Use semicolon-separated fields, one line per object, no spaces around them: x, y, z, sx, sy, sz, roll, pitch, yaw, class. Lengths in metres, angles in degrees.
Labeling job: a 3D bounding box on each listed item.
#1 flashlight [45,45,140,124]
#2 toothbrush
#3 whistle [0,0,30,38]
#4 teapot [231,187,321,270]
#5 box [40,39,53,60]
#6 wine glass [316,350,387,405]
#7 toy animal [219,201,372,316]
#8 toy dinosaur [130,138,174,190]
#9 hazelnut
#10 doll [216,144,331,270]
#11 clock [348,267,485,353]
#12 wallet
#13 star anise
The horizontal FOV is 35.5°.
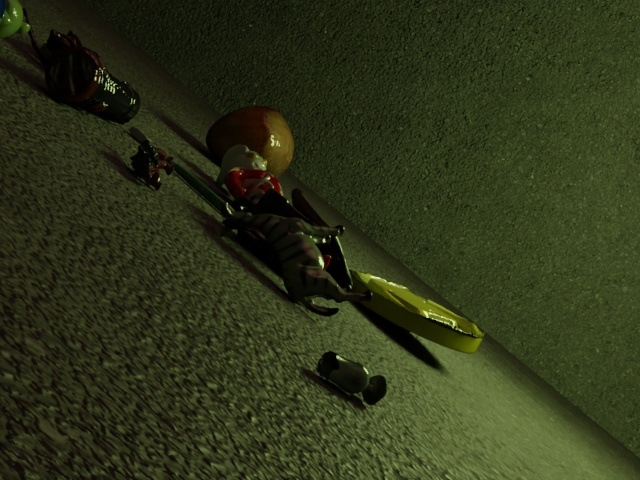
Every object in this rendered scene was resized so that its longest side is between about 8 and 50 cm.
-0.351;-0.234;1.577;0.093;0.093;0.232;39;0;11;flashlight
-0.230;-0.112;1.678;0.257;0.018;0.024;40;-1;19;toothbrush
-0.503;-0.348;1.462;0.105;0.085;0.227;30;5;4;whistle
-0.067;-0.006;1.556;0.177;0.087;0.096;39;-16;-4;teapot
-0.445;-0.315;1.869;0.129;0.033;0.247;39;5;-2;box
0.033;0.151;1.111;0.083;0.039;0.042;30;11;-33;wine glass
-0.039;0.022;1.432;0.175;0.073;0.217;-3;50;-29;toy animal
-0.241;-0.110;1.411;0.055;0.049;0.154;32;12;-25;toy dinosaur
-0.161;-0.225;2.304;0.214;0.177;0.214;14;-12;3;hazelnut
-0.102;-0.070;1.824;0.188;0.099;0.384;35;9;-34;doll
0.169;0.144;1.903;0.277;0.071;0.293;21;6;-36;clock
0.000;0.000;1.886;0.255;0.031;0.137;-131;-157;-64;wallet
-0.445;-0.325;1.704;0.191;0.070;0.097;58;20;6;star anise
